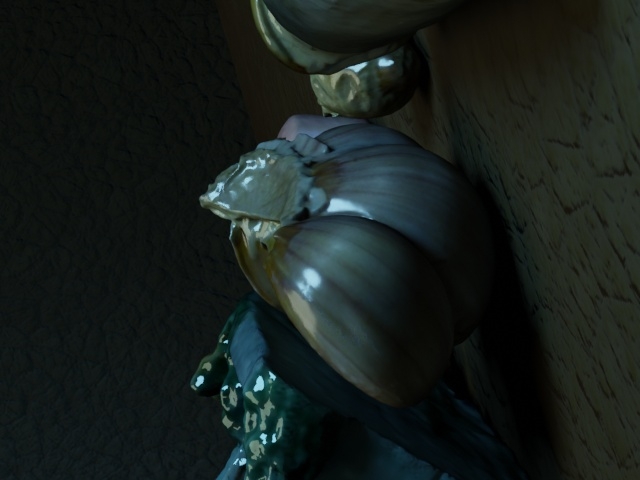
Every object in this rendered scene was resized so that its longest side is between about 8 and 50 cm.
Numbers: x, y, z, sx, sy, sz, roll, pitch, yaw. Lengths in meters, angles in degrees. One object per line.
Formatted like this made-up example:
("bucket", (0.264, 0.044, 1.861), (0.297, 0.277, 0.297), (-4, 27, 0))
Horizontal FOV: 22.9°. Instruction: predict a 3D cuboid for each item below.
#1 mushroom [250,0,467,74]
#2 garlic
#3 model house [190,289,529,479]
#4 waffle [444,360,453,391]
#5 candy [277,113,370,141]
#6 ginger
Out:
("mushroom", (0.018, -0.178, 0.879), (0.137, 0.154, 0.407), (-61, 6, -4))
("garlic", (0.043, 0.011, 1.057), (0.191, 0.160, 0.214), (41, 176, -27))
("model house", (-0.031, 0.239, 1.180), (0.329, 0.252, 0.295), (-60, 16, 9))
("waffle", (0.095, 0.157, 1.457), (0.280, 0.060, 0.262), (-116, 16, -59))
("candy", (0.000, 0.000, 1.513), (0.255, 0.094, 0.255), (-177, 90, -84))
("ginger", (0.021, -0.190, 1.172), (0.104, 0.080, 0.204), (0, 108, 51))
